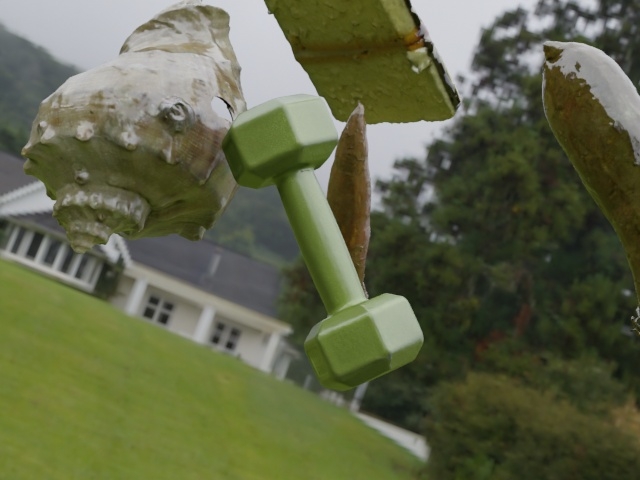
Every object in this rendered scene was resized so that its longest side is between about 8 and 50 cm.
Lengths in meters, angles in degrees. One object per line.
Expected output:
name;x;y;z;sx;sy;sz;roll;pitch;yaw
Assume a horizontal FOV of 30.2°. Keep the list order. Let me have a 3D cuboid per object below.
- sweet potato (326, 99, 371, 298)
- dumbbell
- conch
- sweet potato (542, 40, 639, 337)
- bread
sweet potato;0.036;-0.043;1.588;0.066;0.314;0.072;-25;39;-36
dumbbell;0.000;0.000;1.212;0.108;0.302;0.121;-21;-5;-18
conch;-0.169;-0.113;1.318;0.186;0.324;0.263;30;-10;45
sweet potato;0.409;-0.084;1.609;0.130;0.423;0.130;-20;-3;-1
bread;0.096;-0.302;1.617;0.236;0.198;0.263;12;-39;54
